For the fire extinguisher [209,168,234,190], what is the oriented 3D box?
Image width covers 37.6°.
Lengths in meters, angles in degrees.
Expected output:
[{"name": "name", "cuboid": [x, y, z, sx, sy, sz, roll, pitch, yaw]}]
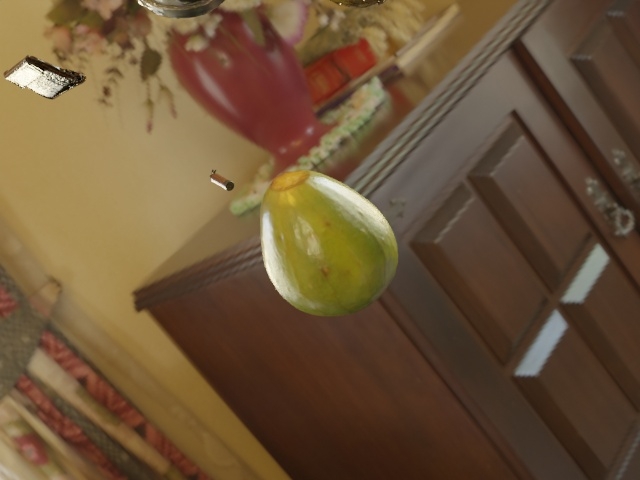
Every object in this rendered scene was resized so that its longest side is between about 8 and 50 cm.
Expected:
[{"name": "fire extinguisher", "cuboid": [-0.214, -0.131, 2.021, 0.083, 0.022, 0.028, 30, 103, 49]}]

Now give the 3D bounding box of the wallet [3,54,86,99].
[{"name": "wallet", "cuboid": [-0.616, -0.358, 2.084, 0.243, 0.133, 0.039, -1, 71, 60]}]

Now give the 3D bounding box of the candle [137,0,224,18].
[{"name": "candle", "cuboid": [-0.188, -0.424, 1.220, 0.187, 0.187, 0.330, -41, -2, -9]}]

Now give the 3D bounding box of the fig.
[{"name": "fig", "cuboid": [0.000, 0.000, 1.844, 0.258, 0.326, 0.258, -25, 34, 18]}]

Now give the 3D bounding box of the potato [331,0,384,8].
[{"name": "potato", "cuboid": [0.045, -0.430, 1.380, 0.176, 0.141, 0.298, -15, -7, 14]}]
